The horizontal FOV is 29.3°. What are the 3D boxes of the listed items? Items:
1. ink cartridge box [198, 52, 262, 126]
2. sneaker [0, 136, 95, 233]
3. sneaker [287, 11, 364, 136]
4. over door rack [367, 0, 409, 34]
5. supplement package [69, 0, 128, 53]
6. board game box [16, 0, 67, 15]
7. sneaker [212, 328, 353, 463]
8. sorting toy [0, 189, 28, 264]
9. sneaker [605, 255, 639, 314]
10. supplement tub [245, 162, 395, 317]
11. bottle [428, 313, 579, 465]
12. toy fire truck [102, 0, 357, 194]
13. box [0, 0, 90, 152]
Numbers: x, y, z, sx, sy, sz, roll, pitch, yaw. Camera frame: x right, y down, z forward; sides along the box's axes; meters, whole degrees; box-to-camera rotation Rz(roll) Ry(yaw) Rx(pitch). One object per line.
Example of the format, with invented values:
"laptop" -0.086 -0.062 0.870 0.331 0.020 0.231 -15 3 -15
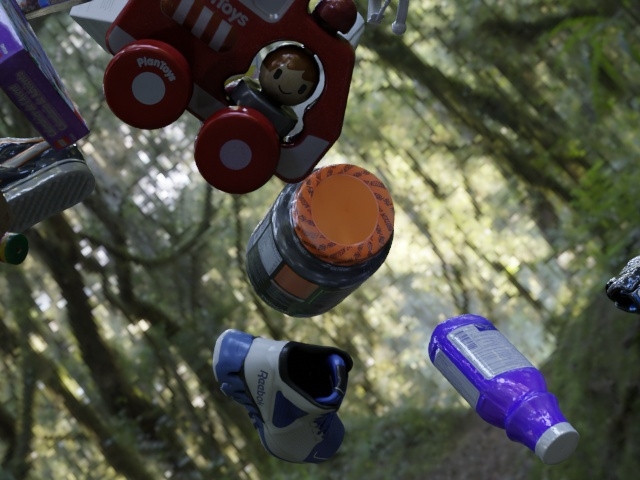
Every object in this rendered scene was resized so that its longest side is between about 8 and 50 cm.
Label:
"ink cartridge box" -0.185 -0.344 2.289 0.119 0.353 0.207 -11 32 8
"sneaker" -0.531 -0.073 1.984 0.321 0.127 0.126 -25 -31 -10
"sneaker" 0.004 -0.249 2.008 0.106 0.123 0.290 -12 37 54
"over door rack" 0.005 -0.361 1.786 0.324 0.239 0.108 -174 92 -81
"supplement package" -0.328 -0.474 2.524 0.177 0.293 0.175 -70 -25 -14
"board game box" -0.394 -0.425 1.845 0.232 0.141 0.291 -25 14 -34
"sneaker" -0.020 0.254 1.931 0.315 0.182 0.127 53 -133 -42
"sorting toy" -0.494 -0.042 1.665 0.132 0.046 0.274 -60 -32 -38
"sneaker" 0.531 0.062 1.868 0.121 0.079 0.217 -36 7 -36
"supplement tub" 0.000 0.000 2.073 0.207 0.207 0.338 -36 -4 -21
"bottle" 0.280 0.225 1.861 0.118 0.283 0.092 -8 -53 -31
"toy fire truck" -0.092 -0.217 1.427 0.254 0.302 0.169 -51 11 19
"box" -0.415 -0.274 1.589 0.057 0.293 0.201 -33 -29 -2
